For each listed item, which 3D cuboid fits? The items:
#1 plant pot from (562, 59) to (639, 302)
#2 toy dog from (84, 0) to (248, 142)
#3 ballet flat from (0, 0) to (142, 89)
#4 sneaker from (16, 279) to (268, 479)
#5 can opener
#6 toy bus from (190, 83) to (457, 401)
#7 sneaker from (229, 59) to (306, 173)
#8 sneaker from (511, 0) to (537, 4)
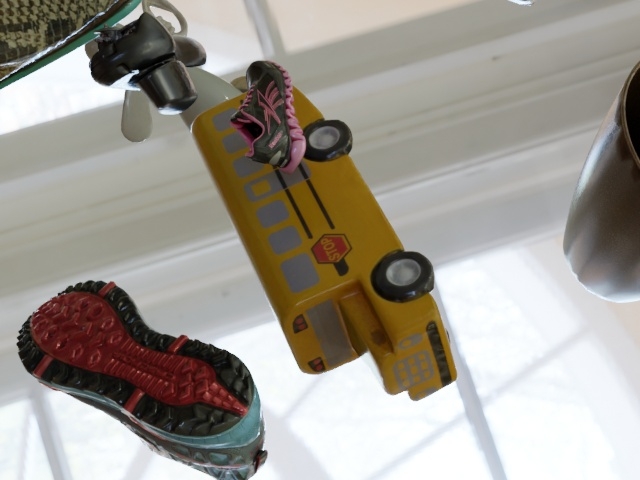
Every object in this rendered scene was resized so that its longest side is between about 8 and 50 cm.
[{"bbox_3d":[0.334,-0.035,1.241,0.230,0.215,0.215,120,-46,-57],"label":"plant pot"},{"bbox_3d":[-0.226,-0.214,2.033,0.333,0.161,0.220,41,34,0],"label":"toy dog"},{"bbox_3d":[-0.347,-0.123,0.947,0.164,0.483,0.182,40,-11,51],"label":"ballet flat"},{"bbox_3d":[-0.149,0.128,1.055,0.262,0.104,0.125,26,-31,38],"label":"sneaker"},{"bbox_3d":[-0.118,-0.122,0.906,0.186,0.059,0.073,-77,146,-80],"label":"can opener"},{"bbox_3d":[0.000,0.000,1.132,0.108,0.130,0.333,71,-7,-48],"label":"toy bus"},{"bbox_3d":[-0.052,-0.110,1.097,0.047,0.057,0.119,-59,-143,43],"label":"sneaker"},{"bbox_3d":[0.218,-0.377,1.738,0.185,0.069,0.084,41,1,17],"label":"sneaker"}]
